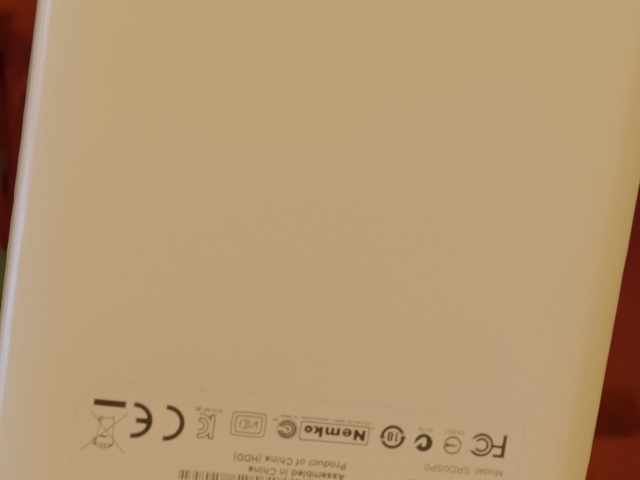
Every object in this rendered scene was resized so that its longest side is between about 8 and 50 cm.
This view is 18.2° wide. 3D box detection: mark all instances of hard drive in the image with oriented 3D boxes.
[{"bbox_3d":[0.000,0.000,0.659,0.203,0.308,0.040,6,11,-11],"label":"hard drive"}]
